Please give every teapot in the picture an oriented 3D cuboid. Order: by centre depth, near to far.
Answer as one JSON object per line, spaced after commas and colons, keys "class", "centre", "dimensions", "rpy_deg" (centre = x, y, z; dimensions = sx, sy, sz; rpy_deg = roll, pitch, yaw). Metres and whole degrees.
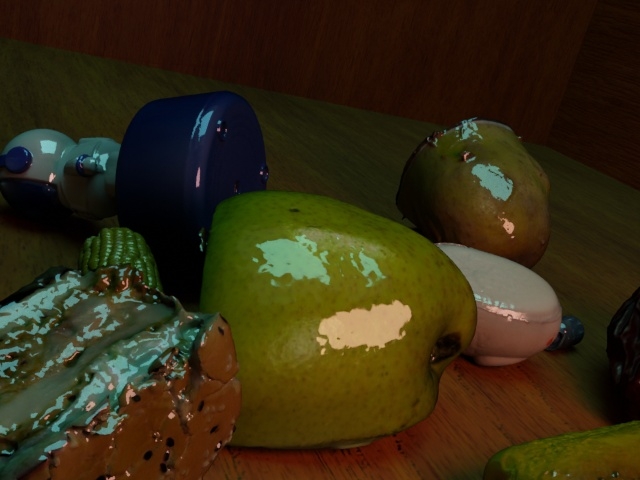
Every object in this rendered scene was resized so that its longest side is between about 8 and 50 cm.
{"class": "teapot", "centre": [0.379, 0.144, 1.285], "dimensions": [0.083, 0.049, 0.063], "rpy_deg": [-4, 26, -45]}

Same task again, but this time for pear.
{"class": "pear", "centre": [0.023, 0.074, 0.914], "dimensions": [0.317, 0.239, 0.342], "rpy_deg": [6, 19, -2]}

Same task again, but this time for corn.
{"class": "corn", "centre": [-0.233, 0.063, 0.942], "dimensions": [0.101, 0.102, 0.310], "rpy_deg": [8, 19, -21]}

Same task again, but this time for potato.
{"class": "potato", "centre": [0.327, -0.028, 1.568], "dimensions": [0.397, 0.289, 0.296], "rpy_deg": [53, 12, -56]}

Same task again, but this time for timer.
{"class": "timer", "centre": [-0.294, -0.085, 1.173], "dimensions": [0.383, 0.271, 0.270], "rpy_deg": [4, 15, 15]}

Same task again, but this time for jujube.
{"class": "jujube", "centre": [0.516, 0.166, 1.131], "dimensions": [0.216, 0.216, 0.342], "rpy_deg": [23, 25, 21]}

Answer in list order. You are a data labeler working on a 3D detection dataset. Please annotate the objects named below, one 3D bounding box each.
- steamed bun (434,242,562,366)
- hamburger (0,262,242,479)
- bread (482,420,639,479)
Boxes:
{"class": "steamed bun", "centre": [0.229, 0.100, 1.162], "dimensions": [0.228, 0.131, 0.177], "rpy_deg": [18, 28, 2]}
{"class": "hamburger", "centre": [-0.193, 0.148, 0.619], "dimensions": [0.167, 0.192, 0.288], "rpy_deg": [21, 44, 35]}
{"class": "bread", "centre": [0.344, 0.251, 0.840], "dimensions": [0.383, 0.112, 0.166], "rpy_deg": [3, 22, -33]}
